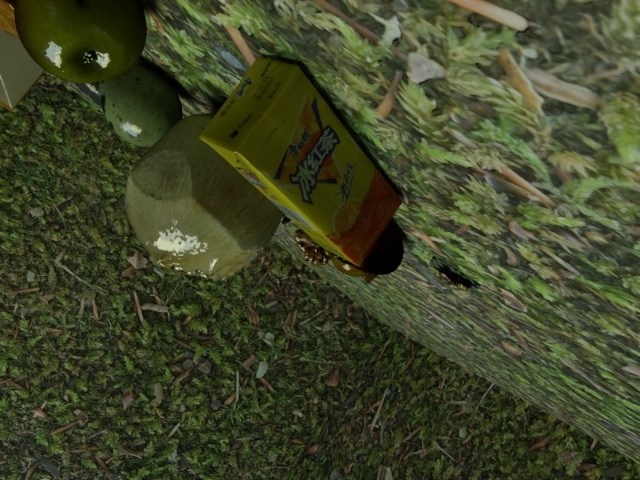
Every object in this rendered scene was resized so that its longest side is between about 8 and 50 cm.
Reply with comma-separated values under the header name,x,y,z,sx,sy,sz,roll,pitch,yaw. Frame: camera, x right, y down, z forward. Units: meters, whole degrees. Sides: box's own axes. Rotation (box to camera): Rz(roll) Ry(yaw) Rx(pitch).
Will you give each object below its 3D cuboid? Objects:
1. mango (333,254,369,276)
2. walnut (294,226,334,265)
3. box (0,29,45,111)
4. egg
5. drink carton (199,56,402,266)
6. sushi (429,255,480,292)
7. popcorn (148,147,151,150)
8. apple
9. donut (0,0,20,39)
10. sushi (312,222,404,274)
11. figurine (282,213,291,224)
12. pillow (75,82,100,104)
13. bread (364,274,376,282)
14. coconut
name,x,y,z,sx,sy,sz,roll,pitch,yaw
mango,0.108,0.063,1.578,0.136,0.099,0.227,0,168,7
walnut,0.000,0.000,1.571,0.069,0.143,0.170,11,157,48
box,-0.868,-0.547,1.384,0.214,0.283,0.259,34,173,17
egg,-0.437,-0.331,1.278,0.228,0.177,0.177,49,173,4
drink carton,-0.012,-0.111,0.853,0.111,0.154,0.351,27,170,43
sushi,0.300,0.089,1.232,0.126,0.026,0.120,34,173,13
popcorn,-0.374,-0.197,1.636,0.326,0.290,0.321,-113,21,-49
apple,-0.376,-0.341,0.841,0.196,0.196,0.157,52,-163,-66
donut,-0.610,-0.511,0.979,0.435,0.163,0.377,31,173,17
sushi,0.090,-0.004,1.177,0.126,0.136,0.225,33,180,37
figurine,-0.149,-0.132,1.534,0.102,0.111,0.195,-5,-147,-28
pillow,-0.797,-0.556,1.748,0.326,0.101,0.228,43,170,-38
bread,0.159,0.102,1.845,0.085,0.053,0.085,47,176,4
coconut,-0.257,-0.083,1.187,0.346,0.360,0.346,28,154,15
